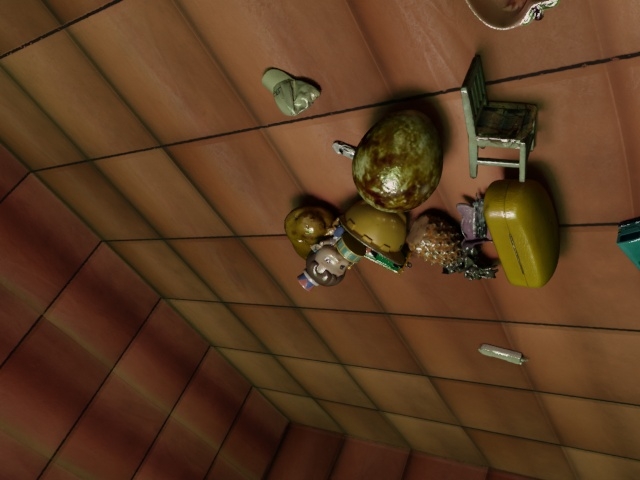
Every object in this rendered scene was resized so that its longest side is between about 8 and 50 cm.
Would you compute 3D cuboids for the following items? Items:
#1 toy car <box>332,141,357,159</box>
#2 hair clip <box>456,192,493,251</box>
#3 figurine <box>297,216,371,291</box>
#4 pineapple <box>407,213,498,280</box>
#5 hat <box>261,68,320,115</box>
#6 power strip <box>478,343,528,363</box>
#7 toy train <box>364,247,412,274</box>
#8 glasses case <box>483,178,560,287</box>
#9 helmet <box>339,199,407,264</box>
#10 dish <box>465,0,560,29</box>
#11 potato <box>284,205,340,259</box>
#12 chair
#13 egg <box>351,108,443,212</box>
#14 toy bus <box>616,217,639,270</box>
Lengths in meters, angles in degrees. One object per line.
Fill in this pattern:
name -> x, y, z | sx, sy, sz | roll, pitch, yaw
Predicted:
toy car -> 0.078, -0.268, 1.699 | 0.093, 0.025, 0.041 | 21, 146, 11
hair clip -> 0.474, -0.059, 1.643 | 0.146, 0.056, 0.187 | -9, 129, 11
figurine -> 0.039, 0.064, 1.854 | 0.161, 0.158, 0.275 | 26, 125, -18
pineapple -> 0.419, 0.042, 1.792 | 0.310, 0.141, 0.170 | 30, 141, -17
hat -> -0.093, -0.413, 1.585 | 0.166, 0.081, 0.122 | 38, 145, 3
power strip -> 0.714, 0.445, 2.217 | 0.191, 0.030, 0.048 | 12, 143, 23
toy train -> 0.210, 0.042, 1.922 | 0.227, 0.091, 0.136 | 27, -176, 2
glasses case -> 0.563, -0.026, 1.541 | 0.141, 0.173, 0.371 | 2, 142, 35
helmet -> 0.196, -0.054, 1.789 | 0.257, 0.205, 0.140 | 34, 109, 7
dish -> 0.375, -0.518, 1.075 | 0.213, 0.090, 0.213 | 20, 145, 15
potato -> 0.000, 0.000, 2.027 | 0.176, 0.195, 0.369 | 61, 179, 39
chair -> 0.425, -0.280, 1.326 | 0.147, 0.136, 0.270 | 9, 141, 25
egg -> 0.208, -0.208, 1.493 | 0.238, 0.238, 0.289 | 26, 138, 3
toy bus -> 0.850, 0.024, 1.476 | 0.160, 0.092, 0.079 | 41, 147, -20
